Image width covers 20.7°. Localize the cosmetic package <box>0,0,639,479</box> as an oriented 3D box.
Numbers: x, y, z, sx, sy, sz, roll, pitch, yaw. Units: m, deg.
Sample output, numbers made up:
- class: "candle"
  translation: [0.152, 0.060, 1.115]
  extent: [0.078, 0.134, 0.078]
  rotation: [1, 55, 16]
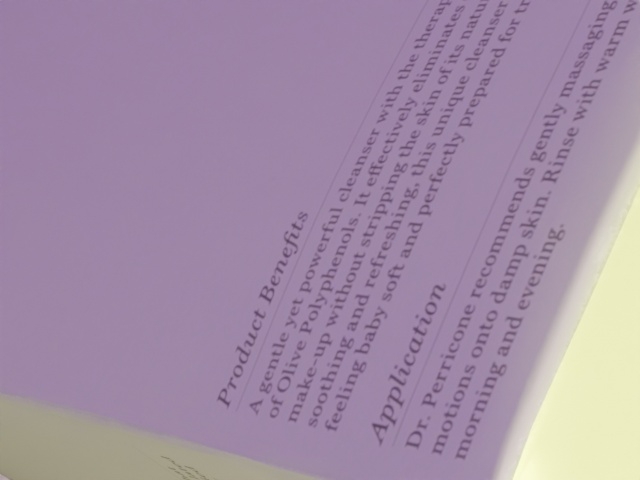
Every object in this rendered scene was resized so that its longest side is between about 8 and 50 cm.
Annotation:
- class: "cosmetic package"
  translation: [0.000, 0.000, 0.554]
  extent: [0.365, 0.155, 0.197]
  rotation: [7, 65, 50]
